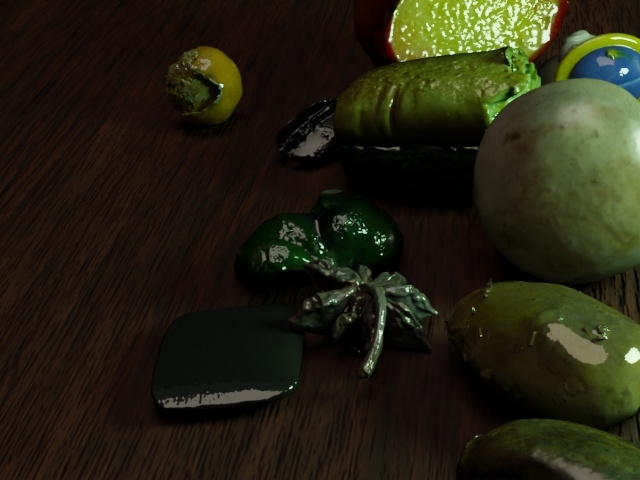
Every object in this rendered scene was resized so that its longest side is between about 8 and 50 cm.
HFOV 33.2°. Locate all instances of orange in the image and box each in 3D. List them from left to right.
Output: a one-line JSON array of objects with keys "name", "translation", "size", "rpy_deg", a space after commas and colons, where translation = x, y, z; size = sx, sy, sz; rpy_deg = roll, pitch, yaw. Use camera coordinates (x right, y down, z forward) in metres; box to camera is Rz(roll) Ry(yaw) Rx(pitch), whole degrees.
[{"name": "orange", "translation": [-0.227, -0.298, 2.087], "size": [0.156, 0.156, 0.134], "rpy_deg": [-11, 18, -8]}]

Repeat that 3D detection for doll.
[{"name": "doll", "translation": [0.471, -0.315, 2.006], "size": [0.311, 0.159, 0.242], "rpy_deg": [-15, 34, 4]}]

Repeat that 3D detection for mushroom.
[{"name": "mushroom", "translation": [0.374, -0.087, 1.569], "size": [0.297, 0.297, 0.290], "rpy_deg": [6, 7, 19]}]

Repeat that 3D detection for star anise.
[{"name": "star anise", "translation": [0.062, 0.097, 1.463], "size": [0.209, 0.089, 0.231], "rpy_deg": [-11, 32, -22]}]

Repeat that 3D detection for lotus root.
[{"name": "lotus root", "translation": [0.274, 0.268, 1.094], "size": [0.275, 0.160, 0.152], "rpy_deg": [16, 48, 32]}]

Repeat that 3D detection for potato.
[{"name": "potato", "translation": [0.286, 0.132, 1.331], "size": [0.296, 0.141, 0.191], "rpy_deg": [19, 37, 38]}]

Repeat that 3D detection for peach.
[{"name": "peach", "translation": [0.242, -0.449, 2.019], "size": [0.406, 0.335, 0.310], "rpy_deg": [-23, 22, -8]}]

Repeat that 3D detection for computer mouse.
[{"name": "computer mouse", "translation": [0.019, -0.211, 1.985], "size": [0.242, 0.077, 0.146], "rpy_deg": [-31, 38, -34]}]

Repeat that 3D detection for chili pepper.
[{"name": "chili pepper", "translation": [0.002, -0.008, 1.612], "size": [0.264, 0.116, 0.148], "rpy_deg": [-9, 10, -12]}]

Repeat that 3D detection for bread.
[{"name": "bread", "translation": [0.201, -0.206, 1.807], "size": [0.376, 0.208, 0.251], "rpy_deg": [-2, 27, 29]}]

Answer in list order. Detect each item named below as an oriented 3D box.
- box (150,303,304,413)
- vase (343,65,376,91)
[{"name": "box", "translation": [-0.121, 0.158, 1.445], "size": [0.201, 0.042, 0.212], "rpy_deg": [-4, 32, 3]}, {"name": "vase", "translation": [0.133, -0.334, 2.165], "size": [0.086, 0.086, 0.214], "rpy_deg": [21, 45, 37]}]
